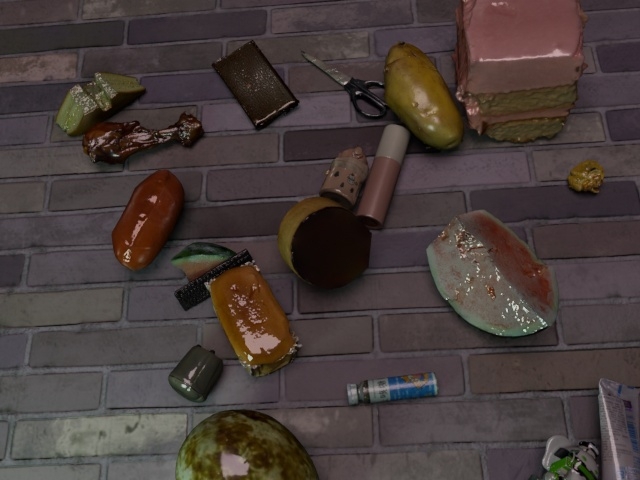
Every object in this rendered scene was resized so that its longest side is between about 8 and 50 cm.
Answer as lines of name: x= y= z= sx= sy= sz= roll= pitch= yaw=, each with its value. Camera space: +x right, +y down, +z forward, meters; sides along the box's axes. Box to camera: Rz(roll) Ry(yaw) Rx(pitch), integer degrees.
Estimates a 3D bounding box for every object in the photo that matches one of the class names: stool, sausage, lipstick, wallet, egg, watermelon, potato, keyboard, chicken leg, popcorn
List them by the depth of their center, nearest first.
egg: x=-0.137 y=0.455 z=1.449 sx=0.289 sy=0.238 sz=0.238 roll=18 pitch=68 yaw=-6
watermelon: x=0.380 y=0.084 z=1.597 sx=0.224 sy=0.180 sz=0.305 roll=-38 pitch=66 yaw=-1
stool: x=-0.266 y=0.287 z=1.613 sx=0.096 sy=0.096 sz=0.110 roll=26 pitch=67 yaw=16
keyboard: x=-0.240 y=0.091 z=1.718 sx=0.195 sy=0.060 sz=0.018 roll=-32 pitch=32 yaw=-9
popcorn: x=0.623 y=-0.153 z=1.738 sx=0.084 sy=0.084 sz=0.084 roll=-2 pitch=66 yaw=4
watermelon: x=-0.259 y=0.041 z=1.751 sx=0.155 sy=0.080 sz=0.101 roll=-10 pitch=30 yaw=3
sausage: x=-0.401 y=-0.049 z=1.756 sx=0.133 sy=0.133 sz=0.259 roll=17 pitch=66 yaw=12
lipstick: x=0.150 y=-0.153 z=1.785 sx=0.070 sy=0.070 sz=0.255 roll=14 pitch=68 yaw=11
potato: x=0.239 y=-0.351 z=1.813 sx=0.140 sy=0.172 sz=0.300 roll=-40 pitch=66 yaw=35
chicken leg: x=-0.444 y=-0.255 z=1.884 sx=0.304 sy=0.093 sz=0.113 roll=-9 pitch=83 yaw=-8
wallet: x=-0.170 y=-0.406 z=1.947 sx=0.132 sy=0.039 sz=0.243 roll=-34 pitch=68 yaw=-3

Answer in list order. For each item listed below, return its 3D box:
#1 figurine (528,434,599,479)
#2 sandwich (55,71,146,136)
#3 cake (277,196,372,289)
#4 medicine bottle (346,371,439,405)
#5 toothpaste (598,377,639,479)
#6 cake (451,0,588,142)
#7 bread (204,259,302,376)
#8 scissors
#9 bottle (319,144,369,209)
figurine: x=0.478 y=0.467 z=1.455 sx=0.192 sy=0.126 sz=0.147 roll=-45 pitch=105 yaw=-21
sandwich: x=-0.576 y=-0.364 z=1.935 sx=0.244 sy=0.088 sz=0.090 roll=-34 pitch=71 yaw=-11
cake: x=0.000 y=0.000 z=1.692 sx=0.207 sy=0.178 sz=0.185 roll=33 pitch=93 yaw=-16
medicine bottle: x=0.152 y=0.314 z=1.585 sx=0.191 sy=0.051 sz=0.051 roll=-9 pitch=65 yaw=2
toothpaste: x=0.594 y=0.429 z=1.482 sx=0.113 sy=0.073 sz=0.299 roll=19 pitch=63 yaw=-21
cake: x=0.456 y=-0.434 z=1.755 sx=0.292 sy=0.307 sz=0.315 roll=-3 pitch=65 yaw=5
bread: x=-0.150 y=0.172 z=1.648 sx=0.136 sy=0.107 sz=0.241 roll=-26 pitch=67 yaw=-10
scissors: x=0.061 y=-0.415 z=1.939 sx=0.300 sy=0.022 sz=0.109 roll=37 pitch=70 yaw=20
bottle: x=0.062 y=-0.154 z=1.782 sx=0.098 sy=0.099 sz=0.152 roll=16 pitch=65 yaw=12
